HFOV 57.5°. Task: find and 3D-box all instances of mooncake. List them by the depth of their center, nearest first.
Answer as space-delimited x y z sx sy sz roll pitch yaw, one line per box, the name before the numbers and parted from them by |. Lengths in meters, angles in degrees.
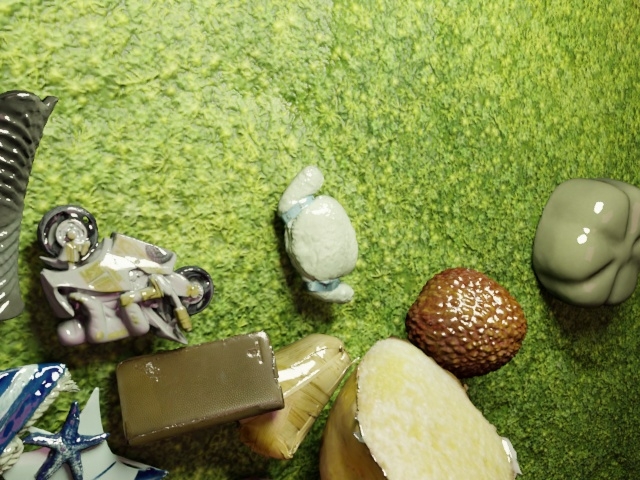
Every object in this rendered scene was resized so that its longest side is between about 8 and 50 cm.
mooncake | 0.540 0.008 1.139 0.275 0.135 0.274 -9 108 -29

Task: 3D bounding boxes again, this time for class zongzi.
zongzi | -0.072 0.181 0.824 0.197 0.099 0.194 46 64 -9

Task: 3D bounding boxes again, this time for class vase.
vase | -0.341 -0.038 0.604 0.116 0.115 0.237 2 103 -32

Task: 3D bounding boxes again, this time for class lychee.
lychee | 0.229 0.134 0.944 0.195 0.194 0.194 -7 103 -31

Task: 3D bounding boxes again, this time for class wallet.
wallet | -0.153 0.185 0.746 0.198 0.031 0.110 -11 76 -11

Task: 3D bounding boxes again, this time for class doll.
doll | 0.000 0.000 0.835 0.104 0.071 0.214 -26 108 -27

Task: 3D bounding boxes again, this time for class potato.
potato | 0.102 0.331 0.847 0.289 0.301 0.237 -15 150 -50

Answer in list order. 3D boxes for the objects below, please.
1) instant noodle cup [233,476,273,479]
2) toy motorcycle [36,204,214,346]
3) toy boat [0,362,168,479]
instant noodle cup | -0.056 0.456 0.780 0.244 0.255 0.243 -6 103 -30
toy motorcycle | -0.245 0.065 0.695 0.225 0.073 0.152 31 81 -29
toy boat | -0.311 0.247 0.698 0.292 0.070 0.210 10 99 -36
